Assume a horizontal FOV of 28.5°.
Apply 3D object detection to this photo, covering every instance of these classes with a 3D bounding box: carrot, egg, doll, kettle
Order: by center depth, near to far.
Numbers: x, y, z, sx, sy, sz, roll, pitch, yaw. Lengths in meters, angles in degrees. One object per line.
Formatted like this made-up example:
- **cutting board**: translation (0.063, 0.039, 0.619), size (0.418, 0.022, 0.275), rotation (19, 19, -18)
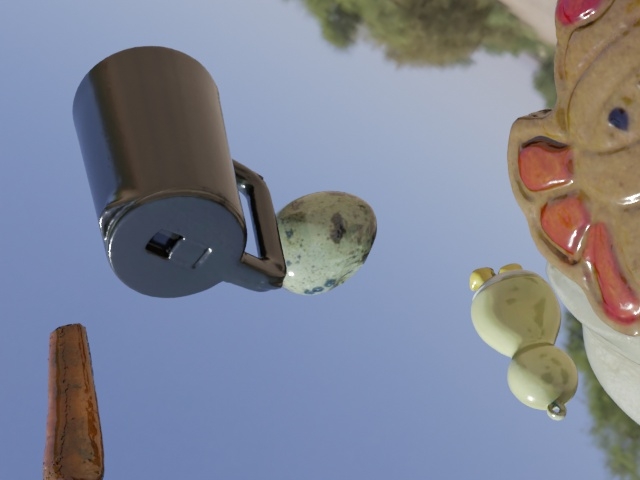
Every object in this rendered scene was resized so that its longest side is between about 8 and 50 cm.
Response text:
- **carrot**: translation (-0.226, 0.156, 1.147), size (0.055, 0.055, 0.162), rotation (20, -128, -43)
- **kettle**: translation (-0.195, -0.068, 1.663), size (0.262, 0.203, 0.308), rotation (59, -172, -43)
- **egg**: translation (0.000, 0.000, 1.807), size (0.141, 0.181, 0.141), rotation (48, -158, -27)
- **doll**: translation (0.313, 0.154, 1.929), size (0.141, 0.117, 0.296), rotation (-2, -127, -14)

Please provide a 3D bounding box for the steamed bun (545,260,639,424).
- **steamed bun**: translation (0.429, 0.001, 1.303), size (0.342, 0.367, 0.255), rotation (54, 171, 14)

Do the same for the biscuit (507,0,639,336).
- **biscuit**: translation (0.326, -0.083, 1.132), size (0.074, 0.359, 0.381), rotation (-20, -104, -50)
